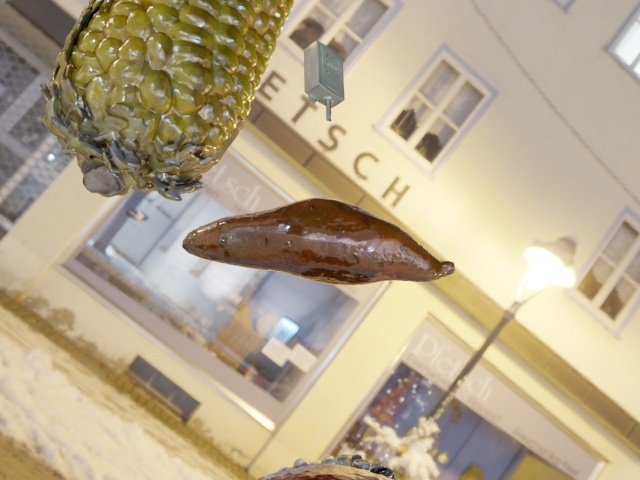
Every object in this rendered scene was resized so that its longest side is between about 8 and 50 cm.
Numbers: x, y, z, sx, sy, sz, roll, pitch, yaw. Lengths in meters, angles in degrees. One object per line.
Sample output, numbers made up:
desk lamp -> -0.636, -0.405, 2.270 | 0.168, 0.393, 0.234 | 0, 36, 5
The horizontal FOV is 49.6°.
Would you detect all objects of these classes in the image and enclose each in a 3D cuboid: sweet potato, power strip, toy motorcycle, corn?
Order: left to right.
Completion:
corn -> -0.066, -0.164, 0.434 | 0.115, 0.318, 0.115 | 18, -19, 7
toy motorcycle -> 0.002, 0.367, 1.050 | 0.151, 0.074, 0.229 | -4, 0, 44
sweet potato -> 0.005, 0.000, 0.898 | 0.359, 0.112, 0.112 | 11, -7, -7
power strip -> 0.008, -0.292, 1.294 | 0.042, 0.175, 0.075 | -25, -35, 38

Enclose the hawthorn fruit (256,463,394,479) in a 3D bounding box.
hawthorn fruit -> -0.018, 0.340, 0.640 | 0.265, 0.265, 0.307 | 41, -37, -17
